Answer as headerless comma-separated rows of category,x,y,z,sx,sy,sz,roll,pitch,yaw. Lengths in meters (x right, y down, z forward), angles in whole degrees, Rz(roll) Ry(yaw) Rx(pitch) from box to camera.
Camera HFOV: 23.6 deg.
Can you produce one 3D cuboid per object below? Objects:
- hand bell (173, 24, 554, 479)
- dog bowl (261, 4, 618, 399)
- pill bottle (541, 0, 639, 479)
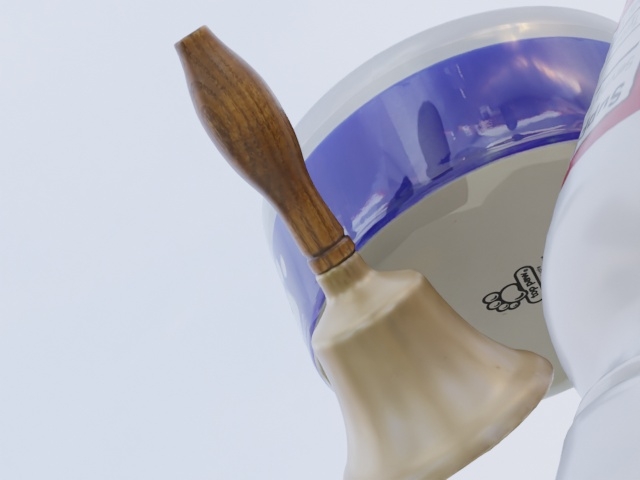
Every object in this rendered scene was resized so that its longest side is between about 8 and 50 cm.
hand bell,0.000,0.000,0.764,0.126,0.126,0.242,-36,-81,-11
dog bowl,0.104,-0.008,0.913,0.265,0.104,0.265,-12,-38,-10
pill bottle,0.215,-0.035,0.562,0.229,0.229,0.408,43,-128,-27
